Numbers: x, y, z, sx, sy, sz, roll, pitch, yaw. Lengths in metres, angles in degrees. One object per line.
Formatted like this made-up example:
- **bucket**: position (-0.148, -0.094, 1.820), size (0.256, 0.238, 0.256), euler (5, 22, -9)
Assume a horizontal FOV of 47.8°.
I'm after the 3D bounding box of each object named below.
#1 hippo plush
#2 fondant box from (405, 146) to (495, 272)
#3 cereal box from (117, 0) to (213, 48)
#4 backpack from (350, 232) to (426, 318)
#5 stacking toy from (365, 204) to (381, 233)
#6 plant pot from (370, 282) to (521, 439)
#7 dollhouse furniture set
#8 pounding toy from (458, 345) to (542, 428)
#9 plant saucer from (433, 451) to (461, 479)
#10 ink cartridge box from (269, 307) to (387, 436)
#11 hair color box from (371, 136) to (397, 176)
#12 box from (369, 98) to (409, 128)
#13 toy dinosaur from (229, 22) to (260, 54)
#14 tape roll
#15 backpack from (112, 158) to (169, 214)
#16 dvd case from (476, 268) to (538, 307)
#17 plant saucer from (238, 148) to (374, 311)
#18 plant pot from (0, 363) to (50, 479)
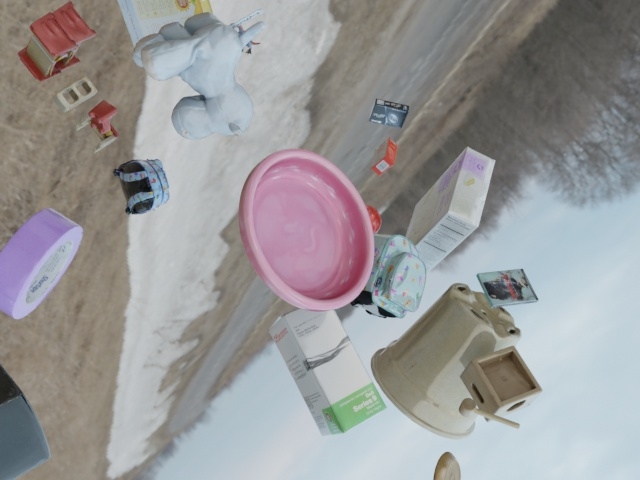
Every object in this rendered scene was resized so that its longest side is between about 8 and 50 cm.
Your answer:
- **hippo plush**: position (-0.232, -0.347, 1.553), size (0.294, 0.237, 0.234), euler (-14, -149, 3)
- **fondant box**: position (0.347, -0.073, 2.023), size (0.330, 0.096, 0.238), euler (-53, -167, 57)
- **cereal box**: position (-0.377, -0.545, 1.810), size (0.240, 0.173, 0.047), euler (1, -147, 25)
- **backpack**: position (0.164, 0.077, 1.700), size (0.144, 0.166, 0.188), euler (-5, -114, 39)
- **stacking toy**: position (0.026, 0.019, 1.990), size (0.330, 0.141, 0.141), euler (-33, 176, -3)
- **plant pot**: position (0.353, 0.295, 1.904), size (0.305, 0.333, 0.334), euler (-57, 172, 21)
- **dollhouse furniture set**: position (-0.695, -0.471, 2.119), size (0.152, 0.374, 0.201), euler (-44, -166, -33)
- **pounding toy**: position (0.395, 0.366, 1.658), size (0.206, 0.181, 0.094), euler (-14, 147, -23)
- **plant saucer**: position (0.208, 0.385, 1.168), size (0.015, 0.083, 0.083), euler (-1, -154, 38)
- **ink cartridge box**: position (0.009, 0.291, 1.661), size (0.121, 0.289, 0.211), euler (-25, 171, -19)
- **hair color box**: position (0.209, -0.275, 2.358), size (0.072, 0.043, 0.141), euler (-39, -161, 30)
- **box**: position (0.164, -0.304, 1.728), size (0.067, 0.083, 0.018), euler (110, -10, -59)
- **toy dinosaur**: position (-0.173, -0.446, 1.576), size (0.082, 0.047, 0.090), euler (91, 24, -48)
- **tape roll**: position (-0.709, 0.057, 1.792), size (0.275, 0.090, 0.275), euler (-57, -178, 3)
- **backpack**: position (-0.491, -0.160, 2.050), size (0.117, 0.158, 0.173), euler (-21, -172, -38)
- **dvd case**: position (0.409, 0.103, 1.579), size (0.119, 0.087, 0.013), euler (-3, 144, -21)
- **plant saucer**: position (-0.035, -0.017, 1.449), size (0.084, 0.332, 0.332), euler (-23, -168, 45)
- **plant pot**: position (-0.543, 0.271, 1.101), size (0.187, 0.188, 0.167), euler (-27, 148, -40)
